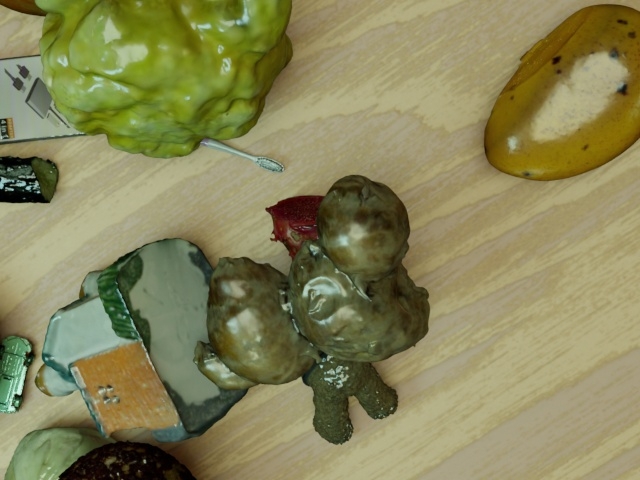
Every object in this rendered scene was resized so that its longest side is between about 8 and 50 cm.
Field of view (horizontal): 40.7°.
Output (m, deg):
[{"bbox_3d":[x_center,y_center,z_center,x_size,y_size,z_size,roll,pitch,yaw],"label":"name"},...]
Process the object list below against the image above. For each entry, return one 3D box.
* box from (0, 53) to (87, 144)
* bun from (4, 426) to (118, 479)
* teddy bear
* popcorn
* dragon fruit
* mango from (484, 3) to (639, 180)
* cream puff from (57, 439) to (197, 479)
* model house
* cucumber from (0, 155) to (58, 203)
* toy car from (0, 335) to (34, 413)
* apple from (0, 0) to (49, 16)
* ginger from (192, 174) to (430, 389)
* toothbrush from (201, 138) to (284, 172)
[{"bbox_3d":[-0.416,-0.217,1.302,0.247,0.033,0.129,-5,92,7],"label":"box"},{"bbox_3d":[-0.390,0.408,1.304,0.244,0.153,0.243,1,95,7],"label":"bun"},{"bbox_3d":[0.028,0.179,1.275,0.182,0.129,0.251,-23,94,2],"label":"teddy bear"},{"bbox_3d":[-0.198,-0.248,1.148,0.334,0.292,0.293,-27,112,-6],"label":"popcorn"},{"bbox_3d":[0.000,0.000,1.269,0.153,0.153,0.110,3,112,2],"label":"dragon fruit"},{"bbox_3d":[0.362,-0.193,1.221,0.290,0.160,0.191,-42,100,9],"label":"mango"},{"bbox_3d":[-0.265,0.391,1.167,0.239,0.165,0.239,4,69,-10],"label":"cream puff"},{"bbox_3d":[-0.297,0.163,1.290,0.301,0.190,0.271,-18,100,29],"label":"model house"},{"bbox_3d":[-0.558,-0.099,1.306,0.304,0.081,0.072,4,124,2],"label":"cucumber"},{"bbox_3d":[-0.485,0.209,1.348,0.059,0.035,0.122,14,87,1],"label":"toy car"},{"bbox_3d":[-0.381,-0.433,1.220,0.226,0.246,0.246,13,95,-17],"label":"apple"},{"bbox_3d":[-0.021,0.082,1.149,0.375,0.176,0.256,-30,123,20],"label":"ginger"},{"bbox_3d":[-0.190,-0.156,1.311,0.286,0.025,0.020,20,97,1],"label":"toothbrush"}]
